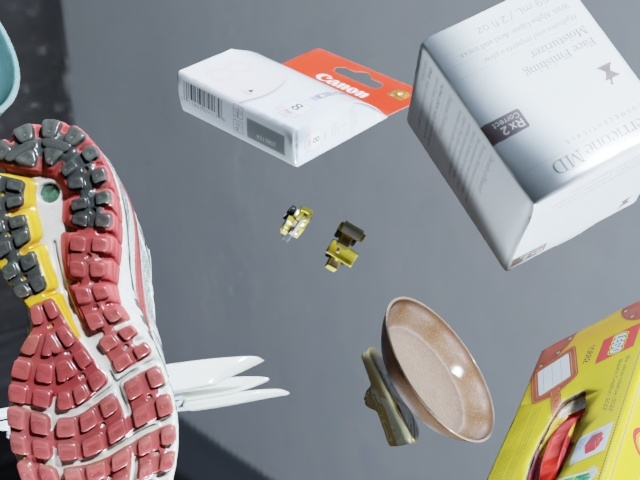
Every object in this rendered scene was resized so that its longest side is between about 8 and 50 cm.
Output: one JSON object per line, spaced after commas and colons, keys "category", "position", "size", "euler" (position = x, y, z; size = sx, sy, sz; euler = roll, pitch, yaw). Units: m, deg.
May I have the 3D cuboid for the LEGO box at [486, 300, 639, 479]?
{"category": "LEGO box", "position": [0.357, 0.348, 1.489], "size": [0.193, 0.500, 0.372], "euler": [-33, 102, 34]}

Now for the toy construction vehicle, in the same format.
{"category": "toy construction vehicle", "position": [0.000, 0.000, 1.426], "size": [0.086, 0.035, 0.098], "euler": [32, 160, -8]}

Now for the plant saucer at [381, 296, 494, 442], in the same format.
{"category": "plant saucer", "position": [0.132, 0.160, 1.675], "size": [0.036, 0.198, 0.198], "euler": [-36, 72, 26]}

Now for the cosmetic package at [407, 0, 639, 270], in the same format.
{"category": "cosmetic package", "position": [0.191, -0.103, 1.265], "size": [0.184, 0.151, 0.151], "euler": [57, 166, 19]}

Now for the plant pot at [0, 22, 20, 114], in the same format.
{"category": "plant pot", "position": [-0.431, -0.143, 1.184], "size": [0.196, 0.293, 0.293], "euler": [-45, 65, 24]}

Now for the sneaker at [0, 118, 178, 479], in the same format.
{"category": "sneaker", "position": [-0.116, 0.051, 0.750], "size": [0.088, 0.093, 0.225], "euler": [-8, 84, 7]}

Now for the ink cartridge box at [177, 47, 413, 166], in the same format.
{"category": "ink cartridge box", "position": [-0.017, -0.179, 1.611], "size": [0.189, 0.232, 0.066], "euler": [28, 136, 34]}

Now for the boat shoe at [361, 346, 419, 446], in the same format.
{"category": "boat shoe", "position": [0.080, 0.204, 1.813], "size": [0.045, 0.050, 0.135], "euler": [-25, 89, 21]}

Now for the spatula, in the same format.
{"category": "spatula", "position": [-0.155, 0.126, 1.118], "size": [0.168, 0.242, 0.019], "euler": [60, -158, -76]}
